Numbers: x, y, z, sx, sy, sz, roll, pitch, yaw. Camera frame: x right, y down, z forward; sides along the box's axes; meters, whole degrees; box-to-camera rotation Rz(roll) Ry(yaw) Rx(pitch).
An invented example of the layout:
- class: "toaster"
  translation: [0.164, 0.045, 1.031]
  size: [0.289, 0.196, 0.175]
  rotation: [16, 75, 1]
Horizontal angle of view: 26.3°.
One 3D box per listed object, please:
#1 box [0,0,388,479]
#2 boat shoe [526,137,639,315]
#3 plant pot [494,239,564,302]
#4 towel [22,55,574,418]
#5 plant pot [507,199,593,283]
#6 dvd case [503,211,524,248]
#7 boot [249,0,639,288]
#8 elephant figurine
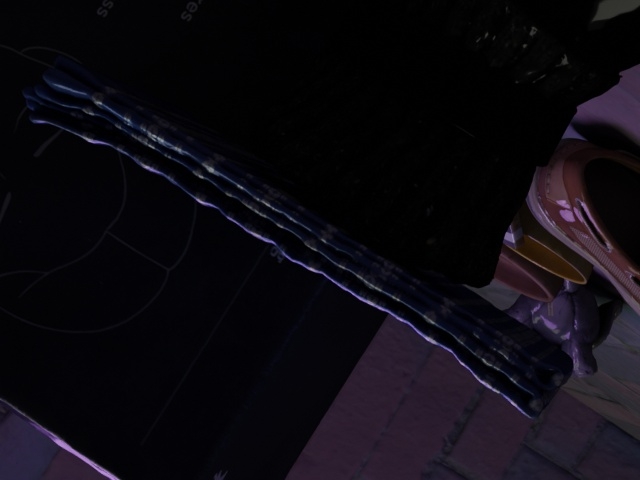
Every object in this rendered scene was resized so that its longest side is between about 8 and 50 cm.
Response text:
- class: "box"
  translation: [-0.143, -0.094, 1.134]
  size: [0.472, 0.480, 0.297]
  rotation: [32, 177, 15]
- class: "boat shoe"
  translation: [0.340, 0.018, 1.300]
  size: [0.324, 0.123, 0.116]
  rotation: [32, 173, -9]
- class: "plant pot"
  translation: [0.209, -0.031, 1.671]
  size: [0.237, 0.110, 0.237]
  rotation: [33, 176, 3]
- class: "towel"
  translation: [0.000, 0.000, 0.826]
  size: [0.336, 0.040, 0.243]
  rotation: [32, -175, 11]
- class: "plant pot"
  translation: [0.255, -0.028, 1.491]
  size: [0.134, 0.095, 0.134]
  rotation: [33, 174, 4]
- class: "dvd case"
  translation: [0.129, -0.105, 1.413]
  size: [0.164, 0.018, 0.221]
  rotation: [28, 146, 44]
- class: "boot"
  translation: [0.134, -0.087, 0.724]
  size: [0.131, 0.260, 0.348]
  rotation: [37, 174, -38]
- class: "elephant figurine"
  translation: [0.357, 0.117, 2.025]
  size: [0.239, 0.186, 0.169]
  rotation: [-18, -97, -64]
